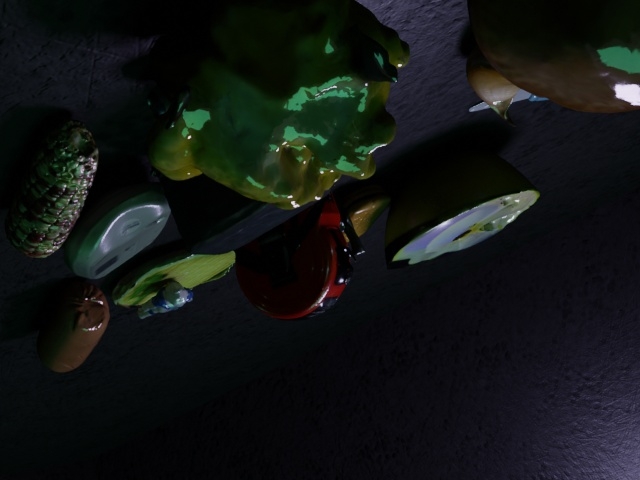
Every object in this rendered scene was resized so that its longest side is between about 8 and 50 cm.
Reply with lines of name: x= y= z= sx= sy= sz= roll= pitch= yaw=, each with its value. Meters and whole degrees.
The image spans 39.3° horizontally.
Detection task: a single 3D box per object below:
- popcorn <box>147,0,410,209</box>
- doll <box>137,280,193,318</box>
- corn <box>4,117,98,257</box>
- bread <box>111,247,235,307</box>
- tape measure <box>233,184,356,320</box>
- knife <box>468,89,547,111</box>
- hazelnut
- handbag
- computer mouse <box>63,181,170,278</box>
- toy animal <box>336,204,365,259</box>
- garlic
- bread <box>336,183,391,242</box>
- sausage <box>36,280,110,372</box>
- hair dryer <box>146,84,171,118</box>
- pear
popcorn: x=-0.052 y=-0.193 z=1.097 sx=0.315 sy=0.297 sz=0.281 roll=12 pitch=-162 yaw=-10
doll: x=-0.324 y=0.125 z=1.937 sx=0.114 sy=0.057 sz=0.227 roll=-10 pitch=173 yaw=-26
corn: x=-0.380 y=-0.071 z=1.276 sx=0.098 sy=0.098 sz=0.290 roll=-12 pitch=157 yaw=-37
bread: x=-0.309 y=0.070 z=1.956 sx=0.301 sy=0.045 sz=0.301 roll=-21 pitch=167 yaw=-5
tape measure: x=-0.055 y=0.033 z=1.835 sx=0.253 sy=0.260 sz=0.114 roll=-24 pitch=169 yaw=24
knife: x=0.414 y=-0.298 z=1.830 sx=0.244 sy=0.032 sz=0.058 roll=-13 pitch=165 yaw=-21
hazelnut: x=0.364 y=-0.331 z=1.142 sx=0.372 sy=0.315 sz=0.372 roll=-24 pitch=-165 yaw=7
handbag: x=-0.119 y=-0.105 z=1.374 sx=0.254 sy=0.181 sz=0.181 roll=-30 pitch=167 yaw=24
computer mouse: x=-0.345 y=-0.020 z=1.500 sx=0.197 sy=0.095 sz=0.331 roll=-33 pitch=179 yaw=-20
toy animal: x=0.003 y=-0.001 z=1.964 sx=0.245 sy=0.146 sz=0.114 roll=-33 pitch=175 yaw=42
garlic: x=0.314 y=-0.298 z=1.518 sx=0.207 sy=0.128 sz=0.115 roll=95 pitch=18 yaw=-77
bread: x=0.076 y=-0.059 z=2.029 sx=0.116 sy=0.077 sz=0.200 roll=-14 pitch=161 yaw=-27
sausage: x=-0.519 y=0.184 z=1.881 sx=0.121 sy=0.121 sz=0.304 roll=-14 pitch=163 yaw=-31
hair dryer: x=-0.155 y=-0.203 z=1.260 sx=0.167 sy=0.067 sz=0.199 roll=-28 pitch=176 yaw=-6
pear: x=0.304 y=-0.093 z=2.081 sx=0.398 sy=0.165 sz=0.399 roll=-22 pitch=165 yaw=-6
